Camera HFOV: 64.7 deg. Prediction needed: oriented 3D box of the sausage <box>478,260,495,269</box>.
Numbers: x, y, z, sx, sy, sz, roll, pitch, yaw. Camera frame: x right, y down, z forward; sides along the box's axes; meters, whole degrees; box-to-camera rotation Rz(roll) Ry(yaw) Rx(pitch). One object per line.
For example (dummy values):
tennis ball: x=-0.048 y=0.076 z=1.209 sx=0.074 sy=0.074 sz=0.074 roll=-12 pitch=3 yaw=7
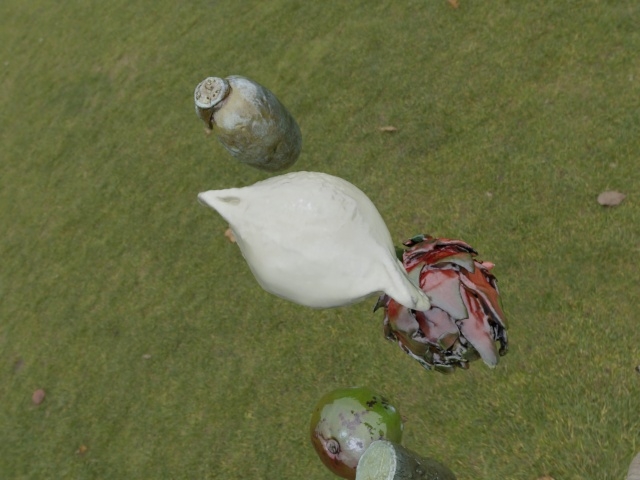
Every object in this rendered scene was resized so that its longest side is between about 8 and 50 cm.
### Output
sausage: x=0.482 y=0.088 z=1.744 sx=0.253 sy=0.034 sz=0.034 roll=1 pitch=58 yaw=-8

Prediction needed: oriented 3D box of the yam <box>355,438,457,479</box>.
yam: x=0.137 y=0.387 z=0.816 sx=0.107 sy=0.183 sz=0.107 roll=-32 pitch=40 yaw=33

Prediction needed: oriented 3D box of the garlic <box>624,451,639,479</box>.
garlic: x=0.815 y=0.606 z=1.085 sx=0.322 sy=0.241 sz=0.321 roll=-13 pitch=70 yaw=42

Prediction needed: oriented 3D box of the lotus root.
lotus root: x=-0.136 y=-0.255 z=1.166 sx=0.175 sy=0.349 sz=0.175 roll=-7 pitch=73 yaw=24

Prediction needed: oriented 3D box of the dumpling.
dumpling: x=-0.004 y=-0.002 z=0.494 sx=0.216 sy=0.166 sz=0.126 roll=-1 pitch=93 yaw=9

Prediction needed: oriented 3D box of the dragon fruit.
dragon fruit: x=0.161 y=0.088 z=0.692 sx=0.182 sy=0.182 sz=0.188 roll=-6 pitch=63 yaw=27

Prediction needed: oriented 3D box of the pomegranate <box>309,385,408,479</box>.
pomegranate: x=0.137 y=0.554 z=1.518 sx=0.323 sy=0.290 sz=0.291 roll=-23 pitch=44 yaw=-30

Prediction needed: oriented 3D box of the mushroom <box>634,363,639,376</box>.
mushroom: x=0.681 y=0.321 z=0.872 sx=0.212 sy=0.292 sz=0.217 roll=-41 pitch=18 yaw=32
